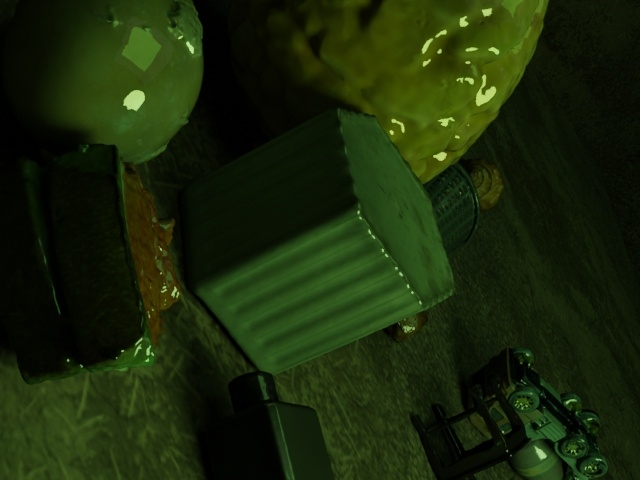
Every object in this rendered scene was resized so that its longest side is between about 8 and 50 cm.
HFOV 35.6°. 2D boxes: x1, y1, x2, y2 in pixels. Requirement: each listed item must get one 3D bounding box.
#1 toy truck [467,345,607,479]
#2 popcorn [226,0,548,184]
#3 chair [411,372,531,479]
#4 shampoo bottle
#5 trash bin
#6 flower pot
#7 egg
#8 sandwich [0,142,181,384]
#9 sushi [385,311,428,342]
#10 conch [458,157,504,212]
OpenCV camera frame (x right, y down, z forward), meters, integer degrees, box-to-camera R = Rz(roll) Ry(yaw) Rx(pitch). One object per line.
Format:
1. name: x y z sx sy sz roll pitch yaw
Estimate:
1. toy truck: 0.317 0.284 1.475 0.257 0.140 0.108 42 29 -19
2. popcorn: 0.071 -0.249 1.134 0.344 0.354 0.390 27 76 -15
3. chair: 0.214 0.299 1.256 0.106 0.113 0.229 -5 68 -64
4. shampoo bottle: -0.031 0.229 0.822 0.079 0.080 0.246 26 43 -58
5. trash bin: 0.100 -0.020 1.292 0.175 0.175 0.161 60 35 -10
6. flower pot: 0.000 0.000 0.990 0.239 0.190 0.209 -10 75 -66
7. egg: -0.174 -0.141 0.807 0.164 0.164 0.201 54 20 -24
8. sandwich: -0.166 0.031 0.726 0.160 0.109 0.184 64 8 -63
9. sushi: 0.109 0.097 1.308 0.060 0.061 0.118 57 2 4
10. conch: 0.281 -0.089 1.845 0.330 0.109 0.093 56 53 -77
